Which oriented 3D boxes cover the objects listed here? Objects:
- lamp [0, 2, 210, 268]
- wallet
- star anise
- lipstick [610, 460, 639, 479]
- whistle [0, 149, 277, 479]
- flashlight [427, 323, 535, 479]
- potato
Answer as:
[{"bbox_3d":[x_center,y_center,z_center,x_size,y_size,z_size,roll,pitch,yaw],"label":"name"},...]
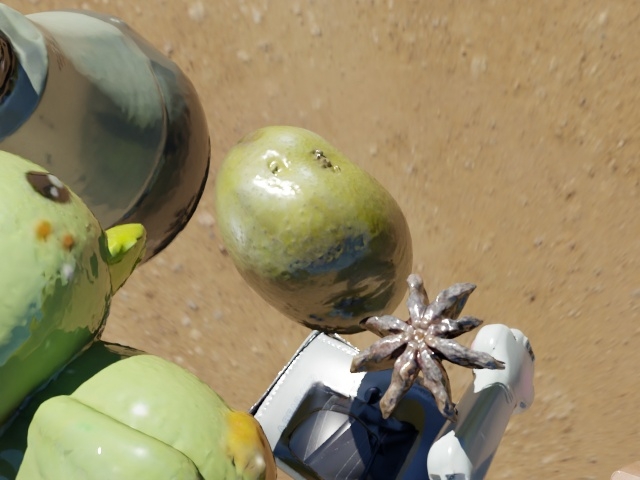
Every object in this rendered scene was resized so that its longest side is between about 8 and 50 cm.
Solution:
[{"bbox_3d":[-0.185,-0.089,0.940,0.182,0.314,0.182,-8,63,17],"label":"lamp"},{"bbox_3d":[0.038,0.196,1.527,0.231,0.069,0.170,30,83,26],"label":"wallet"},{"bbox_3d":[0.085,0.089,1.267,0.141,0.042,0.141,-10,62,19],"label":"star anise"},{"bbox_3d":[0.300,0.236,1.405,0.045,0.145,0.045,18,92,21],"label":"lipstick"},{"bbox_3d":[-0.073,0.064,0.521,0.294,0.141,0.141,30,83,-4],"label":"whistle"},{"bbox_3d":[0.143,0.156,1.345,0.047,0.200,0.093,-7,120,32],"label":"flashlight"},{"bbox_3d":[0.000,0.000,1.358,0.159,0.251,0.174,-22,53,4],"label":"potato"}]
